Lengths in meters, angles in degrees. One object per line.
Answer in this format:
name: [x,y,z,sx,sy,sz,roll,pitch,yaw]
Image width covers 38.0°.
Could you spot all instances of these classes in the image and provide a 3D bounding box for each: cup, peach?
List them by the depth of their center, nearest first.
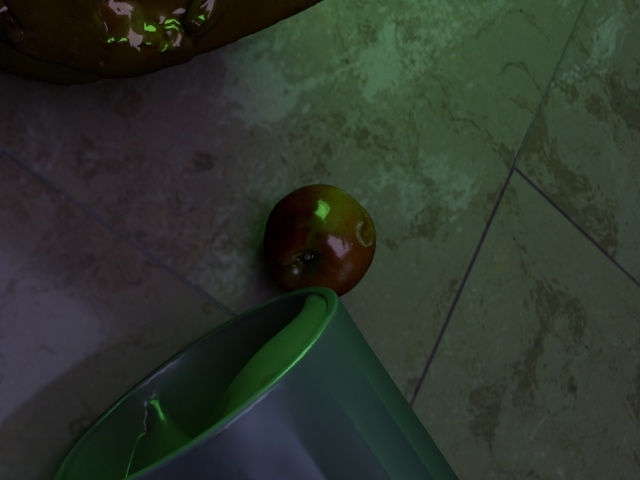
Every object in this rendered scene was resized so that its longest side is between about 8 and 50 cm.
cup: [0.010,0.214,0.704,0.327,0.237,0.323,56,27,-11]
peach: [0.001,0.001,0.798,0.101,0.101,0.101,7,78,-33]

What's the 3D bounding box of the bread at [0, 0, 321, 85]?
bread: [-0.163,-0.295,0.670,0.398,0.215,0.398,6,79,-32]
